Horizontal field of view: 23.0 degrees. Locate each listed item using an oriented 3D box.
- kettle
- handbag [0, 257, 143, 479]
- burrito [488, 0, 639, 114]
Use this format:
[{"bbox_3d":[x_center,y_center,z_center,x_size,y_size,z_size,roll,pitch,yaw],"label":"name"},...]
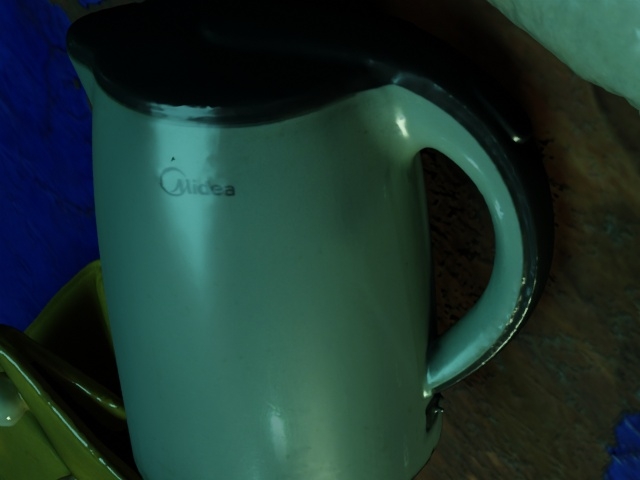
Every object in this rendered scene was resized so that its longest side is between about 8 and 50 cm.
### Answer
[{"bbox_3d":[0.000,0.000,0.738,0.221,0.161,0.236,7,124,19],"label":"kettle"},{"bbox_3d":[-0.172,0.199,1.166,0.283,0.133,0.401,52,148,1],"label":"handbag"},{"bbox_3d":[0.097,-0.121,0.557,0.392,0.076,0.117,44,139,20],"label":"burrito"}]
